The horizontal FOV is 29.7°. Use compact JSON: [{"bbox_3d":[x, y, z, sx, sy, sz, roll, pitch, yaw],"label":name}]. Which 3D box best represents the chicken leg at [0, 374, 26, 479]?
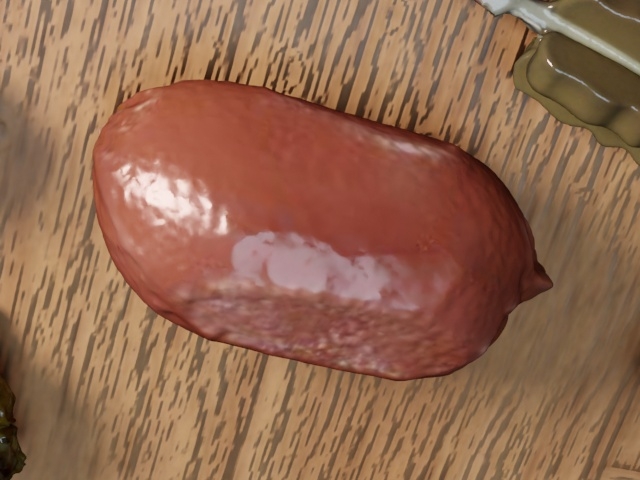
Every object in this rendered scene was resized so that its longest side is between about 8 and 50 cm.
[{"bbox_3d":[-0.244,0.066,0.687,0.103,0.088,0.227,-21,110,12],"label":"chicken leg"}]

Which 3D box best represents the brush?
[{"bbox_3d":[0.107,-0.128,0.665,0.301,0.071,0.084,27,92,-10],"label":"brush"}]

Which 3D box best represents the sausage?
[{"bbox_3d":[0.000,0.000,0.658,0.255,0.148,0.148,8,113,-10],"label":"sausage"}]
